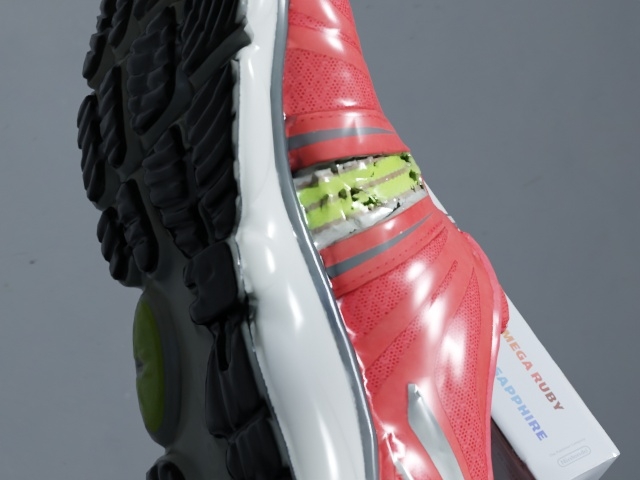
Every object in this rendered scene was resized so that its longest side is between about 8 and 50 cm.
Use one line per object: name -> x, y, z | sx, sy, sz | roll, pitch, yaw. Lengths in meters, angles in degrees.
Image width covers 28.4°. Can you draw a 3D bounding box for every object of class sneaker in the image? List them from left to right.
sneaker -> 0.000, 0.000, 0.401 | 0.118, 0.107, 0.279 | 1, 75, -37

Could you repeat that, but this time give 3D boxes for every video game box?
video game box -> 0.035, 0.076, 0.598 | 0.048, 0.205, 0.187 | -23, 64, -26
